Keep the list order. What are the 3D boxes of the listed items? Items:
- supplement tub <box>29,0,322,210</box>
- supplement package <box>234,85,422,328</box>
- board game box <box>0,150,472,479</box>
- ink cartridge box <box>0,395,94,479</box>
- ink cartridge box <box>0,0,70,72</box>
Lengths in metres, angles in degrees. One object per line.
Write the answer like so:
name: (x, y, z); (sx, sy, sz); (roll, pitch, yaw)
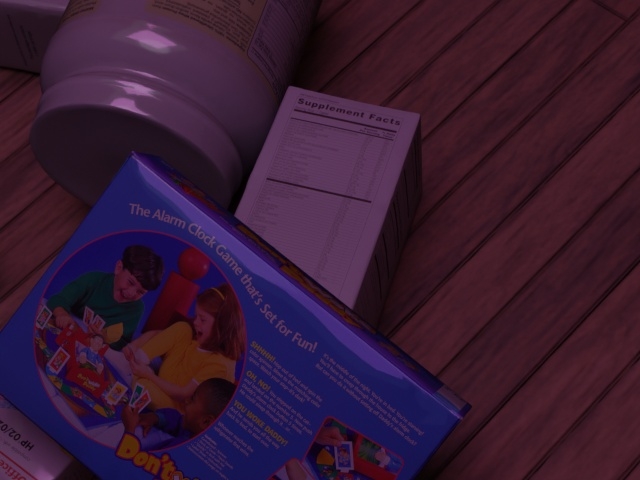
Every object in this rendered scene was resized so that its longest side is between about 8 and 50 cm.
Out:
supplement tub: (-0.135, -0.198, 1.476); (0.235, 0.235, 0.325); (11, 59, 12)
supplement package: (0.000, 0.000, 1.399); (0.139, 0.134, 0.244); (14, 60, 13)
board game box: (-0.083, 0.123, 1.252); (0.347, 0.078, 0.233); (39, 98, 9)
ink cartridge box: (-0.253, 0.181, 1.348); (0.104, 0.061, 0.181); (31, 66, 22)
ink cartridge box: (-0.354, -0.308, 1.630); (0.289, 0.121, 0.211); (11, 59, 12)
